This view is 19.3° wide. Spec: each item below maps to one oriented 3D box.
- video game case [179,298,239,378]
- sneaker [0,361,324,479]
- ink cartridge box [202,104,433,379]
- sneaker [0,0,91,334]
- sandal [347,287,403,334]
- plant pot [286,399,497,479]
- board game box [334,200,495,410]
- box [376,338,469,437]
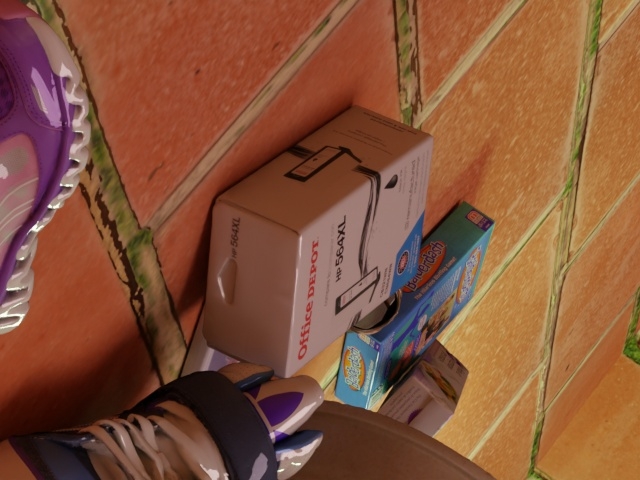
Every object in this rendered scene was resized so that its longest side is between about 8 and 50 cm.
[{"bbox_3d":[-0.056,0.066,1.661,0.183,0.023,0.201,-36,155,-46],"label":"video game case"},{"bbox_3d":[-0.110,0.154,1.400,0.236,0.130,0.323,-33,169,-4],"label":"sneaker"},{"bbox_3d":[0.000,0.000,1.537,0.203,0.086,0.148,-38,143,-46],"label":"ink cartridge box"},{"bbox_3d":[-0.199,-0.024,1.006,0.104,0.095,0.236,-27,149,-43],"label":"sneaker"},{"bbox_3d":[0.048,0.054,1.851,0.090,0.060,0.219,-54,163,-4],"label":"sandal"},{"bbox_3d":[0.007,0.370,1.777,0.305,0.334,0.334,-59,167,-30],"label":"plant pot"},{"bbox_3d":[0.102,0.075,2.059,0.210,0.047,0.160,-44,160,-30],"label":"board game box"},{"bbox_3d":[0.119,0.172,2.125,0.067,0.063,0.324,-46,177,7],"label":"box"}]
